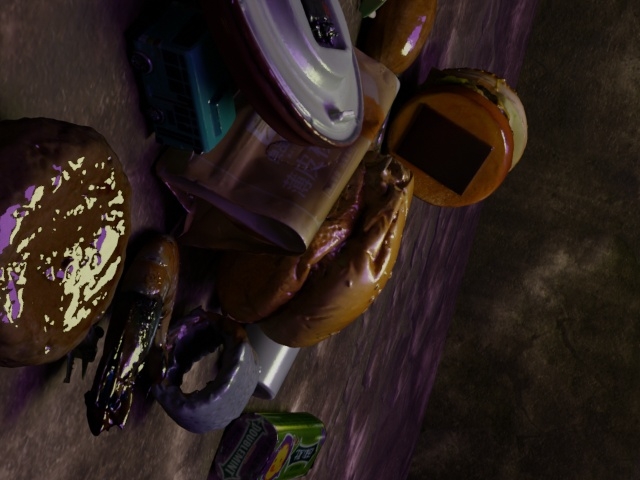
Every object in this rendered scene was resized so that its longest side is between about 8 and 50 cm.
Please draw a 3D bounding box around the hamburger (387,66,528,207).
[{"bbox_3d":[0.282,-0.218,2.078,0.225,0.290,0.291,-52,155,-52],"label":"hamburger"}]

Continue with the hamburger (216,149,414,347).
[{"bbox_3d":[0.000,0.000,1.372,0.314,0.170,0.290,-28,-147,54],"label":"hamburger"}]

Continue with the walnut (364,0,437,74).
[{"bbox_3d":[0.139,-0.379,1.725,0.207,0.115,0.116,-69,163,0],"label":"walnut"}]

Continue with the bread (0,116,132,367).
[{"bbox_3d":[-0.264,-0.003,0.882,0.230,0.122,0.230,-48,147,-46],"label":"bread"}]

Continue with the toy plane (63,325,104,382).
[{"bbox_3d":[-0.267,0.105,1.125,0.111,0.040,0.102,93,5,-47],"label":"toy plane"}]

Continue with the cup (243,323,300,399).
[{"bbox_3d":[-0.104,0.168,1.630,0.133,0.136,0.099,-62,-165,-23],"label":"cup"}]

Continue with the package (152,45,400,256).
[{"bbox_3d":[-0.064,-0.147,1.268,0.311,0.221,0.165,-59,138,-34],"label":"package"}]

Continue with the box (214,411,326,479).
[{"bbox_3d":[-0.086,0.385,1.882,0.134,0.097,0.345,-62,163,0],"label":"box"}]

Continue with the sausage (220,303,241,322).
[{"bbox_3d":[-0.038,-0.033,1.603,0.433,0.087,0.088,-58,159,-33],"label":"sausage"}]

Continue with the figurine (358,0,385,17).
[{"bbox_3d":[0.088,-0.426,1.609,0.187,0.083,0.083,105,11,-67],"label":"figurine"}]

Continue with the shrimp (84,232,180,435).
[{"bbox_3d":[-0.221,0.135,1.213,0.222,0.054,0.290,100,3,-46],"label":"shrimp"}]

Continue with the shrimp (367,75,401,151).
[{"bbox_3d":[0.111,-0.248,1.881,0.169,0.058,0.296,-46,155,-68],"label":"shrimp"}]

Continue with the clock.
[{"bbox_3d":[-0.030,-0.252,1.129,0.318,0.080,0.319,46,34,-44],"label":"clock"}]

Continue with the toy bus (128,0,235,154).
[{"bbox_3d":[-0.145,-0.174,1.106,0.079,0.091,0.160,-57,158,-34],"label":"toy bus"}]

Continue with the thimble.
[{"bbox_3d":[-0.160,0.180,1.382,0.151,0.127,0.118,-55,160,-21],"label":"thimble"}]
